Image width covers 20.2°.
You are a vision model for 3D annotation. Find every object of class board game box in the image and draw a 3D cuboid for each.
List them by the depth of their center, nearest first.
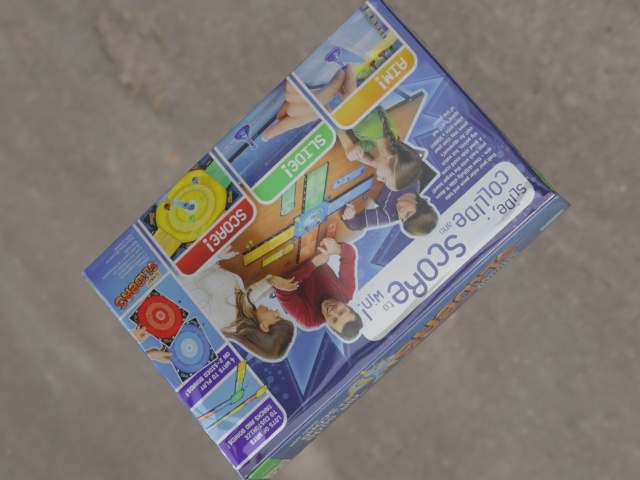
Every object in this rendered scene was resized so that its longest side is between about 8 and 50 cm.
[{"bbox_3d":[0.000,0.000,0.861,0.136,0.201,0.035,51,-170,17],"label":"board game box"}]
